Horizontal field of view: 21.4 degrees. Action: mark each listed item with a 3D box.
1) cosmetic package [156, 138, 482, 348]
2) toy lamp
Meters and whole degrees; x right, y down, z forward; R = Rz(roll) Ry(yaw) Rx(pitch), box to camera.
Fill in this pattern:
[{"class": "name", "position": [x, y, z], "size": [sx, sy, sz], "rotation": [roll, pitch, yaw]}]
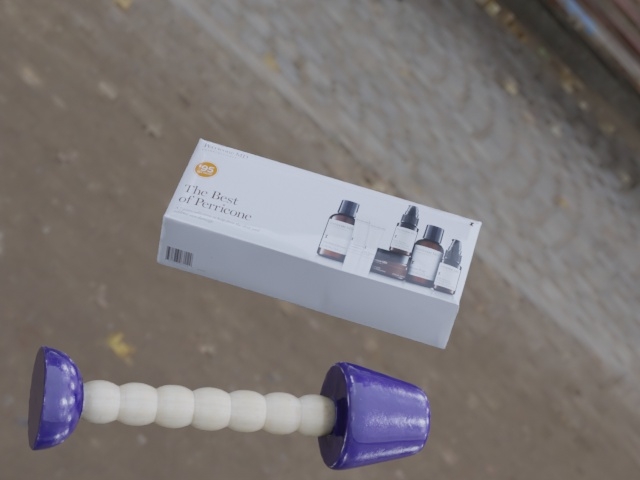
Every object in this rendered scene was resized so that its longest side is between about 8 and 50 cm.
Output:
[{"class": "cosmetic package", "position": [0.000, 0.000, 1.346], "size": [0.239, 0.060, 0.099], "rotation": [16, 44, 3]}, {"class": "toy lamp", "position": [-0.059, 0.115, 1.168], "size": [0.275, 0.080, 0.080], "rotation": [7, 35, -18]}]
